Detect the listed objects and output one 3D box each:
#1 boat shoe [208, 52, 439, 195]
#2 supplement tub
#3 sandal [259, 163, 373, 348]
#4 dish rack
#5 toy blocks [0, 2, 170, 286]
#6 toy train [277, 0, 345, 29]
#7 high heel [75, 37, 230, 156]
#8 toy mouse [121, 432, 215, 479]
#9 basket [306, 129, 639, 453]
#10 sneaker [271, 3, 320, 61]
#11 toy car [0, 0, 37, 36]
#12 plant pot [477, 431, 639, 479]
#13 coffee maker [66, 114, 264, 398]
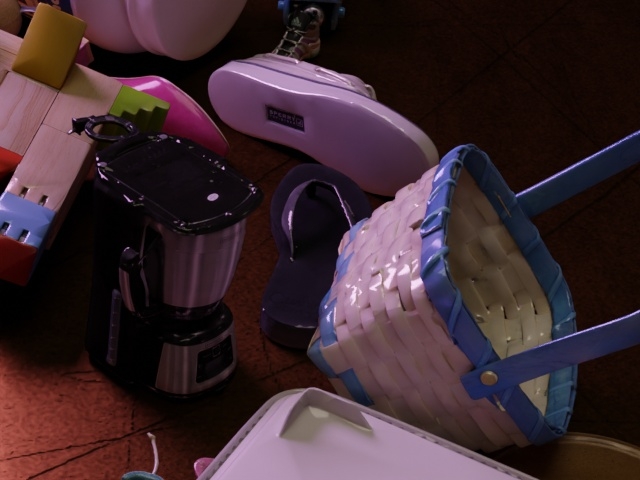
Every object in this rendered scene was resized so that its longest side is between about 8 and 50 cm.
[{"bbox_3d":[0.015,-0.124,1.623,0.268,0.096,0.088,19,40,33],"label":"boat shoe"},{"bbox_3d":[-0.250,-0.339,1.763,0.325,0.235,0.235,24,38,24],"label":"supplement tub"},{"bbox_3d":[0.001,0.000,1.463,0.097,0.054,0.254,5,34,-2],"label":"sandal"},{"bbox_3d":[0.050,0.220,1.083,0.333,0.072,0.285,22,38,18],"label":"dish rack"},{"bbox_3d":[-0.354,-0.087,1.424,0.381,0.190,0.261,23,42,-5],"label":"toy blocks"},{"bbox_3d":[-0.004,-0.315,1.882,0.080,0.105,0.184,6,34,-1],"label":"toy train"},{"bbox_3d":[-0.210,-0.118,1.609,0.244,0.082,0.117,33,69,15],"label":"high heel"},{"bbox_3d":[-0.096,0.194,1.184,0.161,0.031,0.143,-15,40,-28],"label":"toy mouse"},{"bbox_3d":[0.150,0.031,1.258,0.289,0.201,0.254,-29,21,29],"label":"basket"},{"bbox_3d":[-0.030,-0.222,1.772,0.038,0.069,0.098,18,36,17],"label":"sneaker"},{"bbox_3d":[-0.338,-0.201,1.594,0.188,0.149,0.155,8,33,26],"label":"toy car"},{"bbox_3d":[0.199,0.214,1.203,0.236,0.032,0.236,5,34,-3],"label":"plant pot"},{"bbox_3d":[-0.129,0.012,1.315,0.120,0.178,0.171,-9,39,-25],"label":"coffee maker"}]
